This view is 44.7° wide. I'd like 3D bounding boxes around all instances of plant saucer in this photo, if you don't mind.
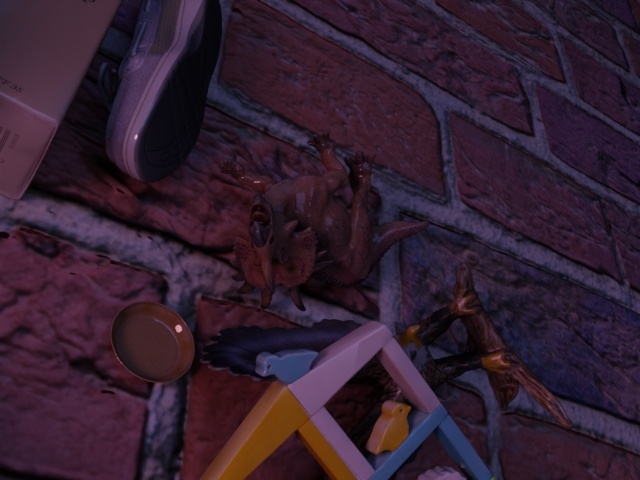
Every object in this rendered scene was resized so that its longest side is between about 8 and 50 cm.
[{"bbox_3d":[-0.157,0.096,0.720,0.083,0.015,0.083,23,45,-25],"label":"plant saucer"}]

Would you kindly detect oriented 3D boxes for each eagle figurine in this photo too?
[{"bbox_3d":[0.054,0.145,0.767,0.298,0.225,0.226,-27,32,-16],"label":"eagle figurine"}]

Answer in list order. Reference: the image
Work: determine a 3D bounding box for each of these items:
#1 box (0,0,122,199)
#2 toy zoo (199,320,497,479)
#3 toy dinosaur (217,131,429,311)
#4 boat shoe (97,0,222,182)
[{"bbox_3d":[-0.291,-0.208,0.765,0.148,0.121,0.311,27,45,-22],"label":"box"},{"bbox_3d":[0.035,0.205,0.644,0.192,0.030,0.293,-41,106,-17],"label":"toy zoo"},{"bbox_3d":[0.000,0.000,0.858,0.295,0.127,0.200,20,50,-40],"label":"toy dinosaur"},{"bbox_3d":[-0.184,-0.188,0.865,0.103,0.118,0.320,3,51,6],"label":"boat shoe"}]
